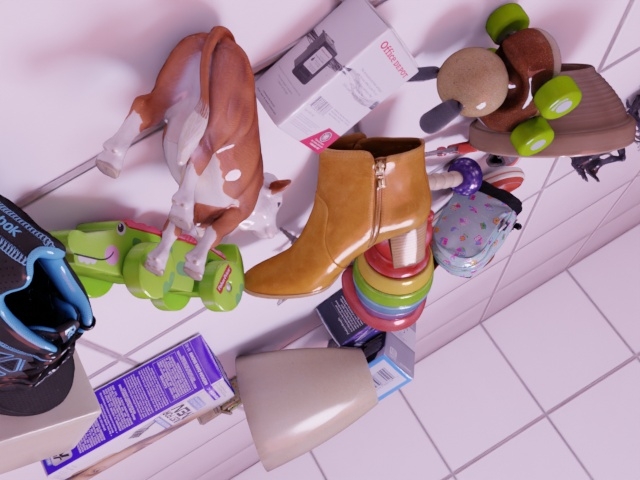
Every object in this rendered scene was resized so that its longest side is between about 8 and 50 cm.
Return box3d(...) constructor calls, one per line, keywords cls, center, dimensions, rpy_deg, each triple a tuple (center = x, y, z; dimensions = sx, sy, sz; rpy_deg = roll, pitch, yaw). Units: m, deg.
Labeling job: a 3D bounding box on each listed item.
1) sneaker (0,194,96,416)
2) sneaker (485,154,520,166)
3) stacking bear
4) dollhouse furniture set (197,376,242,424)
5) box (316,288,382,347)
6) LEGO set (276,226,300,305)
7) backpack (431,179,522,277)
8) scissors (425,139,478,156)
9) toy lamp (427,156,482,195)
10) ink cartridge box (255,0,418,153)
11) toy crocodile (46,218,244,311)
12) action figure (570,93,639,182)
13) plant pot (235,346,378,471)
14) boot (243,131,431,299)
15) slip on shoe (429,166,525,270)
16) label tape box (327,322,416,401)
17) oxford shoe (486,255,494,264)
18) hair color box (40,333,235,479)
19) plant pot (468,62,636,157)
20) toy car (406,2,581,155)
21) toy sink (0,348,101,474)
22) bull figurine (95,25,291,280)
box3d(cls="sneaker", center=(-0.293, 0.092, 0.611), dimensions=(0.125, 0.140, 0.340), rpy_deg=(-56, 163, -36))
box3d(cls="sneaker", center=(0.345, -0.176, 1.135), dimensions=(0.065, 0.061, 0.158), rpy_deg=(-19, 155, -16))
box3d(cls="stacking bear", center=(0.137, 0.034, 1.162), dimensions=(0.175, 0.164, 0.289), rpy_deg=(-6, 145, -5))
box3d(cls="dollhouse furniture set", center=(-0.209, 0.435, 1.541), dimensions=(0.182, 0.161, 0.101), rpy_deg=(-33, 159, -2))
box3d(cls="box", center=(0.119, 0.149, 1.451), dimensions=(0.207, 0.108, 0.153), rpy_deg=(-38, 159, 12))
box3d(cls="LEGO set", center=(0.000, 0.000, 1.086), dimensions=(0.182, 0.060, 0.244), rpy_deg=(-35, 163, -30))
box3d(cls="backpack", center=(0.281, -0.024, 1.189), dimensions=(0.182, 0.152, 0.115), rpy_deg=(-56, 152, -13))
box3d(cls="scissors", center=(0.214, -0.146, 1.000), dimensions=(0.297, 0.021, 0.109), rpy_deg=(-14, -165, -34))
box3d(cls="toy lamp", center=(0.165, -0.094, 1.037), dimensions=(0.275, 0.080, 0.080), rpy_deg=(-15, 153, -42))
box3d(cls="ink cartridge box", center=(0.018, -0.175, 0.676), dimensions=(0.150, 0.063, 0.109), rpy_deg=(-39, 158, 13))
box3d(cls="toy crocodile", center=(-0.198, 0.027, 0.769), dimensions=(0.115, 0.105, 0.340), rpy_deg=(-3, 167, 29))
box3d(cls="action figure", center=(0.705, -0.234, 1.398), dimensions=(0.164, 0.141, 0.275), rpy_deg=(8, 137, -43))
box3d(cls="plant pot", center=(-0.021, 0.341, 1.393), dimensions=(0.274, 0.256, 0.256), rpy_deg=(-17, 157, -4))
box3d(cls="boot", center=(0.010, -0.039, 0.888), dimensions=(0.295, 0.104, 0.211), rpy_deg=(-13, 124, -1))
box3d(cls="slip on shoe", center=(0.300, -0.030, 1.328), dimensions=(0.331, 0.101, 0.123), rpy_deg=(-42, 155, 18))
box3d(cls="label tape box", center=(0.127, 0.272, 1.646), dimensions=(0.249, 0.115, 0.347), rpy_deg=(-41, -161, 29))
box3d(cls="oxford shoe", center=(0.409, 0.032, 1.624), dimensions=(0.076, 0.076, 0.212), rpy_deg=(-29, 164, 36))
box3d(cls="hair color box", center=(-0.342, 0.323, 1.195), dimensions=(0.339, 0.110, 0.185), rpy_deg=(-27, 159, -11))
box3d(cls="plant pot", center=(0.341, -0.201, 0.932), dimensions=(0.237, 0.237, 0.109), rpy_deg=(-19, 115, -32))
box3d(cls="toy car", center=(0.193, -0.187, 0.790), dimensions=(0.188, 0.155, 0.149), rpy_deg=(-16, 154, -15))
box3d(cls="toy sink", center=(-0.422, 0.204, 0.766), dimensions=(0.234, 0.152, 0.131), rpy_deg=(-9, 149, -48))
box3d(cls="bull figurine", center=(-0.111, -0.065, 0.642), dimensions=(0.310, 0.101, 0.188), rpy_deg=(84, 28, -58))
